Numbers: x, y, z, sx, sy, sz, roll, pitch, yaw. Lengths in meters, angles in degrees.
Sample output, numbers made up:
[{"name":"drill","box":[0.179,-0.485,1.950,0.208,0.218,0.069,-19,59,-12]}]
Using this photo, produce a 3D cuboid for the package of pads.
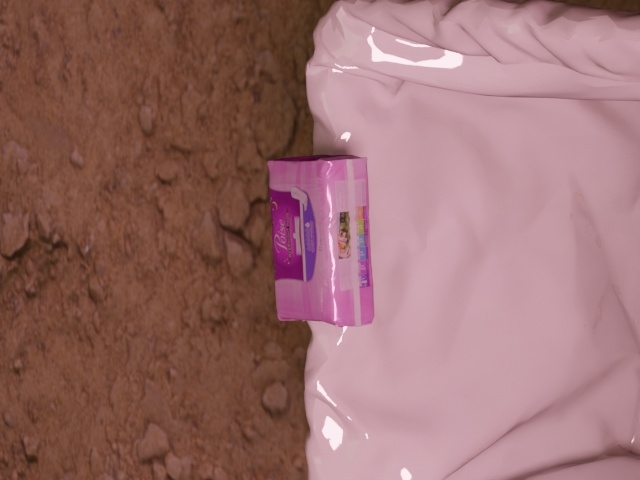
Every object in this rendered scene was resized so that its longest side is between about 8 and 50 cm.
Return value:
[{"name":"package of pads","box":[0.000,0.000,0.881,0.050,0.032,0.083,2,98,49]}]

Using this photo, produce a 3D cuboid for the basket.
[{"name":"basket","box":[0.189,0.046,0.895,0.328,0.266,0.331,14,107,47]}]
